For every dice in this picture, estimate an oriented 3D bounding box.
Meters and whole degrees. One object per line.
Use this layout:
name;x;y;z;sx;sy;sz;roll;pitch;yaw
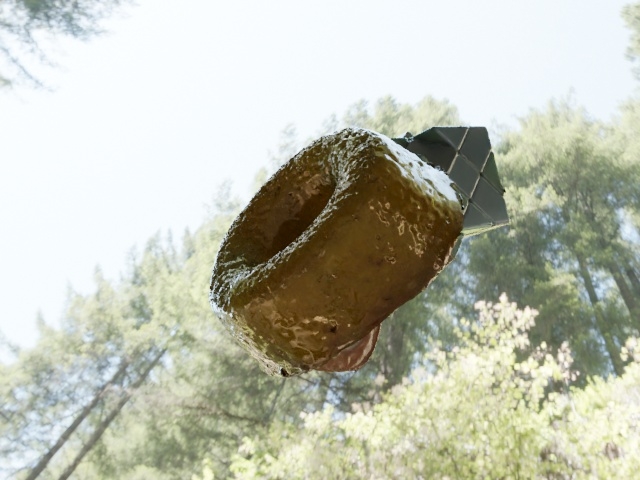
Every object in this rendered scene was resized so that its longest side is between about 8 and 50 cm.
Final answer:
dice;0.007;0.159;1.364;0.179;0.175;0.173;23;-78;51

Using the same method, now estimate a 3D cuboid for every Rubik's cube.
Rubik's cube;0.187;-0.071;1.173;0.213;0.225;0.265;-22;-103;53

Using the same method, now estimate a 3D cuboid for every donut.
donut;-0.002;0.002;0.666;0.278;0.277;0.108;-38;-62;23
